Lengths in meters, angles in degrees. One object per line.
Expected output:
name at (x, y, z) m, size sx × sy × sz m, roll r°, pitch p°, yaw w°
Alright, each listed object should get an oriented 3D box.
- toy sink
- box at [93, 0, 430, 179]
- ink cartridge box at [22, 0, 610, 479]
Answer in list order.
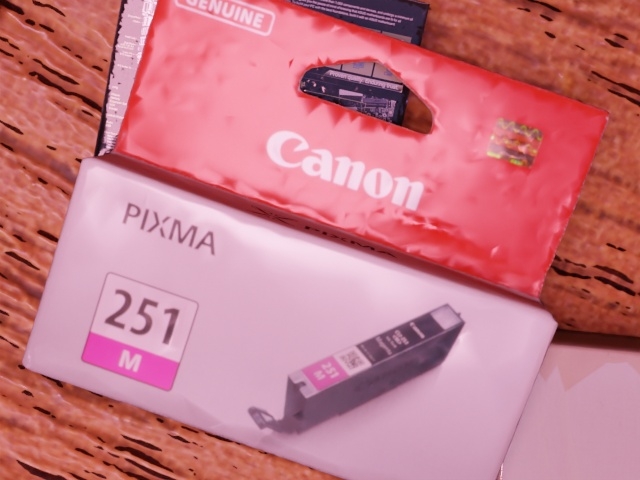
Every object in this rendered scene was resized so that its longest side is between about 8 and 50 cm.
toy sink at (0.176, 0.180, 0.688) m, size 0.152 × 0.131 × 0.234 m, roll 5°, pitch 90°, yaw 0°
box at (-0.040, -0.095, 0.655) m, size 0.180 × 0.077 × 0.147 m, roll 11°, pitch 101°, yaw -6°
ink cartridge box at (0.000, 0.000, 0.588) m, size 0.275 × 0.060 × 0.239 m, roll 19°, pitch 101°, yaw 1°
